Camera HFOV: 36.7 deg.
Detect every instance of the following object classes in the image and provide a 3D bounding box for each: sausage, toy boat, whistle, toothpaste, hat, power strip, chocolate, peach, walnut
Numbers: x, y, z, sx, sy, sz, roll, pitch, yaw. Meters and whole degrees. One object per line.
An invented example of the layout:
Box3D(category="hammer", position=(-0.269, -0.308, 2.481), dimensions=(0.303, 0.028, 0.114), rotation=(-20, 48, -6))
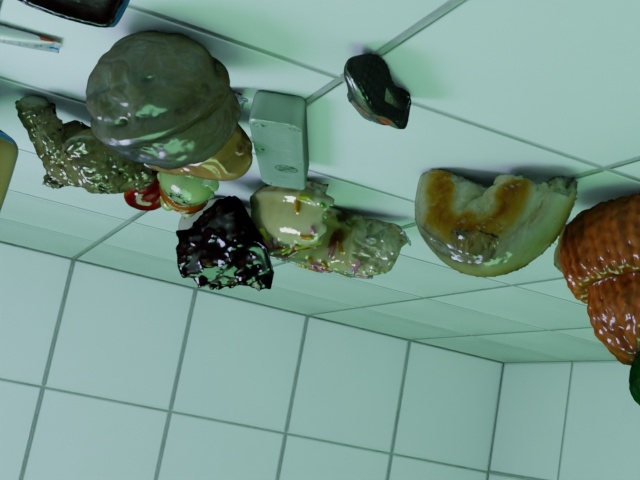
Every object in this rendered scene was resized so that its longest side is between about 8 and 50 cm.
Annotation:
Box3D(category="sausage", position=(-0.228, -0.174, 1.718), dimensions=(0.241, 0.120, 0.136), rotation=(10, 168, 22))
Box3D(category="toy boat", position=(-0.340, -0.336, 1.183), dimensions=(0.223, 0.100, 0.097), rotation=(22, -160, -23))
Box3D(category="whistle", position=(-0.293, -0.114, 2.084), dimensions=(0.131, 0.106, 0.288), rotation=(20, 166, -8))
Box3D(category="toothpaste", position=(-0.500, -0.322, 1.499), dimensions=(0.190, 0.031, 0.048), rotation=(11, 165, -19))
Box3D(category="hat", position=(0.592, 0.131, 1.726), dimensions=(0.285, 0.401, 0.285), rotation=(-3, 161, -1))
Box3D(category="power strip", position=(-0.068, -0.170, 1.746), dimensions=(0.091, 0.062, 0.385), rotation=(10, 167, 3))
Box3D(category="chocolate", position=(-0.232, 0.033, 2.109), dimensions=(0.177, 0.224, 0.206), rotation=(-22, 160, -17))
Box3D(category="peach", position=(-0.395, -0.110, 2.203), dimensions=(0.100, 0.101, 0.101), rotation=(10, 168, 2))
Box3D(category="walnut", position=(-0.230, -0.205, 1.420), dimensions=(0.224, 0.224, 0.224), rotation=(10, 168, 2))

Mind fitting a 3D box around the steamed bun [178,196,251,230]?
Box3D(category="steamed bun", position=(-0.230, -0.030, 2.356), dimensions=(0.228, 0.131, 0.177), rotation=(13, 158, -4))

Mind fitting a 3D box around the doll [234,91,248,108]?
Box3D(category="doll", position=(-0.156, -0.229, 1.607), dimensions=(0.114, 0.039, 0.057), rotation=(8, 128, 55))

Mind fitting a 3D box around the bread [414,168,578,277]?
Box3D(category="bread", position=(0.318, -0.024, 1.774), dimensions=(0.314, 0.192, 0.171), rotation=(0, 163, 39))

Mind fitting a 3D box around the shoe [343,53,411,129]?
Box3D(category="shoe", position=(0.067, -0.215, 1.412), dimensions=(0.077, 0.074, 0.194), rotation=(10, 171, 28))

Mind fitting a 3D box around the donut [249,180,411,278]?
Box3D(category="donut", position=(-0.009, -0.020, 2.163), dimensions=(0.307, 0.150, 0.371), rotation=(5, 166, 41))

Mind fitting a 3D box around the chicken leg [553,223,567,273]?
Box3D(category="chicken leg", position=(0.547, -0.003, 1.954), dimensions=(0.085, 0.101, 0.207), rotation=(10, 148, -16))

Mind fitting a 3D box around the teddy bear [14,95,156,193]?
Box3D(category="teddy bear", position=(-0.434, -0.164, 1.813), dimensions=(0.267, 0.156, 0.256), rotation=(23, 170, -42))

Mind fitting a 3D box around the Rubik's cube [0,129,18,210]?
Box3D(category="Rubik's cube", position=(-0.815, -0.116, 1.787), dimensions=(0.351, 0.347, 0.352), rotation=(24, -179, 42))
